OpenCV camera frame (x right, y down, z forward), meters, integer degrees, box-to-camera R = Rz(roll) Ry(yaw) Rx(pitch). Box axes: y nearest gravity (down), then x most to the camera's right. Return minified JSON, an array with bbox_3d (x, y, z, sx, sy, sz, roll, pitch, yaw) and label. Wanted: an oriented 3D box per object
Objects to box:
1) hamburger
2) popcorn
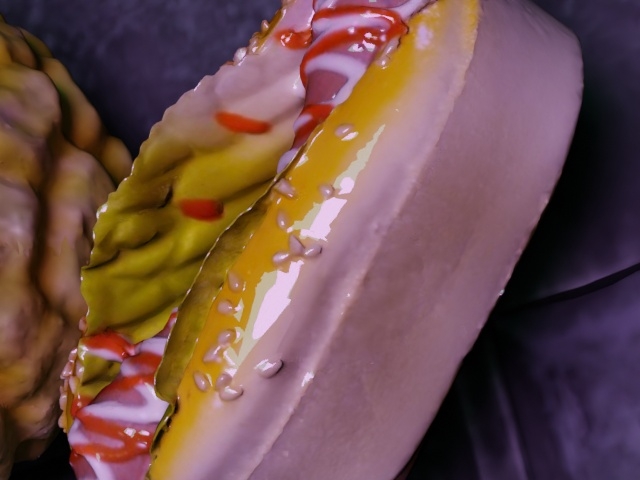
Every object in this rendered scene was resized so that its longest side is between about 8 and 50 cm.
[{"bbox_3d":[0.000,0.000,0.556,0.116,0.173,0.210,29,93,2],"label":"hamburger"},{"bbox_3d":[-0.190,-0.015,0.621,0.206,0.237,0.251,-33,106,28],"label":"popcorn"}]
